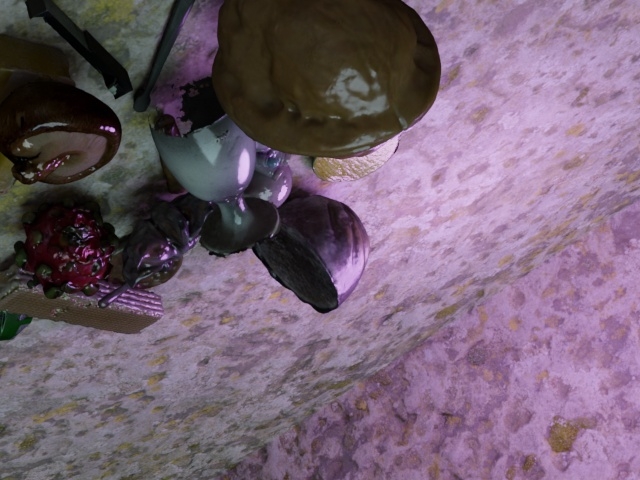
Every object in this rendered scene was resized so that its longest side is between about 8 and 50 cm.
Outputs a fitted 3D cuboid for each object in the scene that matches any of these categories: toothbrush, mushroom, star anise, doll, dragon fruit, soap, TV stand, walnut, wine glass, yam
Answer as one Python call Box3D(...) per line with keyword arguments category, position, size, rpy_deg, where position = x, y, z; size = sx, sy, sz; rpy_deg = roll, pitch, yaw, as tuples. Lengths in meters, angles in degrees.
Box3D(category="toothbrush", position=(-0.281, -0.341, 1.649), size=(0.030, 0.030, 0.297), rpy_deg=(4, 141, -31))
Box3D(category="mushroom", position=(-0.437, -0.183, 1.521), size=(0.194, 0.138, 0.231), rpy_deg=(-32, 165, -13))
Box3D(category="star anise", position=(-0.353, -0.007, 2.005), size=(0.359, 0.139, 0.316), rpy_deg=(-42, 173, -19))
Box3D(category="doll", position=(-0.130, -0.183, 1.938), size=(0.151, 0.151, 0.287), rpy_deg=(-16, 144, -14))
Box3D(category="dragon fruit", position=(-0.514, 0.022, 1.942), size=(0.198, 0.218, 0.273), rpy_deg=(6, 170, 27))
Box3D(category="soap", position=(-0.574, -0.211, 1.584), size=(0.199, 0.091, 0.315), rpy_deg=(4, 141, -43))
Box3D(category="TV stand", position=(-0.403, -0.325, 1.558), size=(0.040, 0.049, 0.256), rpy_deg=(-27, 153, 9))
Box3D(category="walnut", position=(0.000, -0.311, 1.555), size=(0.384, 0.383, 0.383), rpy_deg=(-18, 152, -10))
Box3D(category="wine glass", position=(-0.197, -0.141, 1.769), size=(0.191, 0.190, 0.357), rpy_deg=(-22, 132, -3))
Box3D(category="yam", position=(-0.307, -0.175, 1.897), size=(0.057, 0.056, 0.241), rpy_deg=(-18, 153, -12))

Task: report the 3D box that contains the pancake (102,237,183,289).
Box3D(category="pancake", position=(-0.431, 0.059, 2.214), size=(0.223, 0.042, 0.236), rpy_deg=(-4, 146, -30))

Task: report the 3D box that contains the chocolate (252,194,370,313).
Box3D(category="chocolate", position=(0.000, 0.000, 2.247), size=(0.213, 0.303, 0.303), rpy_deg=(-42, 160, -26))

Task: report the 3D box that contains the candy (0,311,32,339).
Box3D(category="candy", position=(-0.765, 0.202, 2.173), size=(0.203, 0.078, 0.141), rpy_deg=(-35, 150, 31))

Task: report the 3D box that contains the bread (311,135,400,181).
Box3D(category="bread", position=(0.082, -0.214, 2.146), size=(0.229, 0.033, 0.228), rpy_deg=(-20, 152, -11))

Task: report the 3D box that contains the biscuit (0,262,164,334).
Box3D(category="biscuit", position=(-0.568, 0.140, 2.168), size=(0.144, 0.078, 0.426), rpy_deg=(-30, 150, 32))
